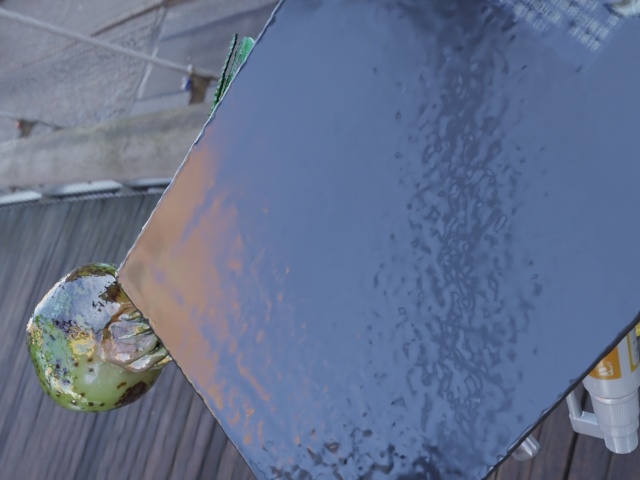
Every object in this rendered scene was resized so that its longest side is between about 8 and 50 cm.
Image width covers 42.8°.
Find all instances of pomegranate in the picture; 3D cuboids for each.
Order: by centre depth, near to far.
[{"bbox_3d":[-0.289,0.144,1.200,0.276,0.204,0.222,0,80,24],"label":"pomegranate"}]

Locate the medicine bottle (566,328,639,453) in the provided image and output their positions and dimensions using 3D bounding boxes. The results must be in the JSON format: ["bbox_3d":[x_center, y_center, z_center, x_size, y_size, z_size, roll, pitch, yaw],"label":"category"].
[{"bbox_3d":[0.296,0.135,0.877,0.092,0.221,0.061,7,38,39],"label":"medicine bottle"}]

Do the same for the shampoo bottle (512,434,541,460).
[{"bbox_3d":[0.383,0.382,1.697,0.165,0.040,0.080,51,147,6],"label":"shampoo bottle"}]

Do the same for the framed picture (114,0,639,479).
[{"bbox_3d":[0.033,-0.016,0.417,0.255,0.014,0.339,47,116,26],"label":"framed picture"}]

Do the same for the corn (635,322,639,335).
[{"bbox_3d":[0.512,0.120,1.327,0.203,0.072,0.072,123,158,-70],"label":"corn"}]

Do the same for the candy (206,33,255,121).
[{"bbox_3d":[-0.045,-0.183,1.102,0.078,0.203,0.141,100,-171,-78],"label":"candy"}]
